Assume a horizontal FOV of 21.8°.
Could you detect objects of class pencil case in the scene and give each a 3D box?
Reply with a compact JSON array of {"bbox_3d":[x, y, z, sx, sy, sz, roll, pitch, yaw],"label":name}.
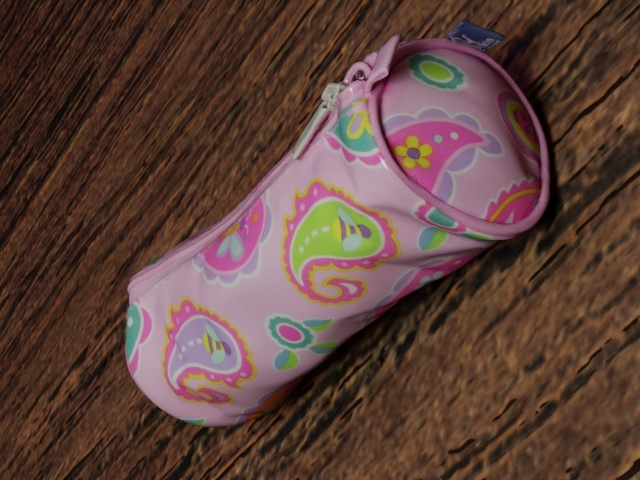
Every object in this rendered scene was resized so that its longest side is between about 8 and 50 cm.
[{"bbox_3d":[0.000,0.000,0.896,0.284,0.124,0.124,-41,41,47],"label":"pencil case"}]
